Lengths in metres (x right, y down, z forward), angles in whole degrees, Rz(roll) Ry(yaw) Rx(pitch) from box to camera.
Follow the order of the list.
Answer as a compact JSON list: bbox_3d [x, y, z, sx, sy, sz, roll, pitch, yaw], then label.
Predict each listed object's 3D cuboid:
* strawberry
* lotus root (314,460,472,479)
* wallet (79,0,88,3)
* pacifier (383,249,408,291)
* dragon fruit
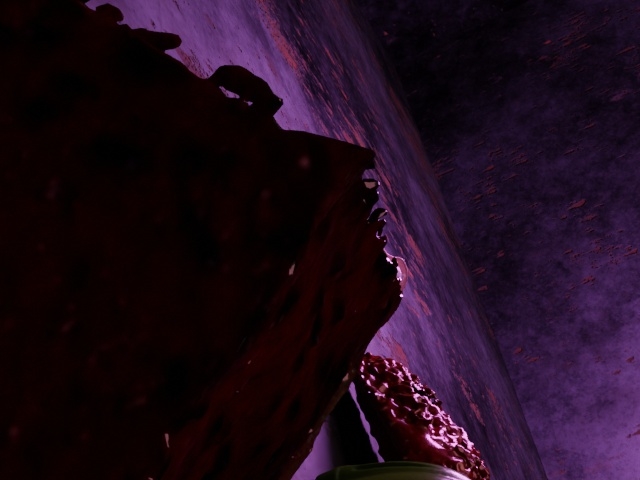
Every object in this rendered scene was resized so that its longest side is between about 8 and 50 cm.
[{"bbox_3d":[0.121,0.236,1.086,0.188,0.106,0.286,83,-13,-59],"label":"strawberry"},{"bbox_3d":[0.099,0.267,0.887,0.186,0.186,0.186,59,14,-25],"label":"lotus root"},{"bbox_3d":[-0.266,-0.300,0.714,0.262,0.071,0.221,58,14,-1],"label":"wallet"},{"bbox_3d":[0.077,0.049,1.469,0.099,0.082,0.078,33,-7,-28],"label":"pacifier"},{"bbox_3d":[-0.101,-0.027,0.404,0.330,0.240,0.302,51,27,8],"label":"dragon fruit"}]
